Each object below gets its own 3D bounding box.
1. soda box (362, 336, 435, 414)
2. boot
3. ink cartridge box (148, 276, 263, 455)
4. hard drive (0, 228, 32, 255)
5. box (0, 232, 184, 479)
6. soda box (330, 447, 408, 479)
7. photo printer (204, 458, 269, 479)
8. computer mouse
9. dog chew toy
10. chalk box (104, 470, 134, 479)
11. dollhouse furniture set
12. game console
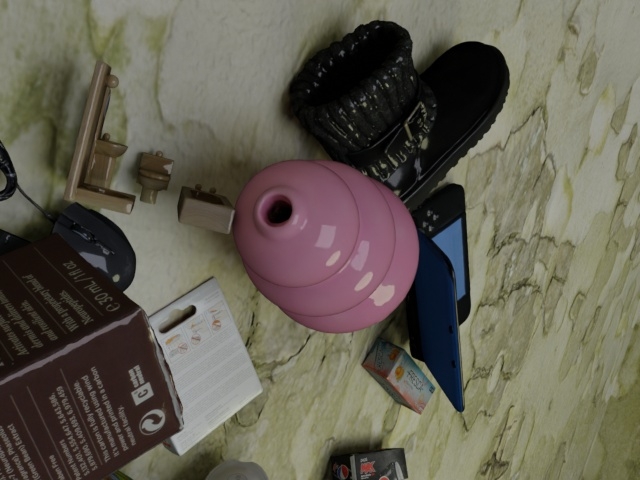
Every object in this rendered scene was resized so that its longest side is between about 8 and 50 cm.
[{"bbox_3d":[0.144,0.246,1.235,0.063,0.058,0.183,-56,140,-16],"label":"soda box"},{"bbox_3d":[0.128,-0.216,0.950,0.348,0.131,0.260,-54,139,-17],"label":"boot"},{"bbox_3d":[-0.164,0.156,0.869,0.145,0.045,0.179,-33,111,-35],"label":"ink cartridge box"},{"bbox_3d":[-0.302,0.067,0.666,0.094,0.022,0.135,35,79,-51],"label":"hard drive"},{"bbox_3d":[-0.322,0.149,0.514,0.381,0.191,0.143,-30,126,-29],"label":"box"},{"bbox_3d":[0.090,0.409,1.235,0.168,0.053,0.060,14,65,-50],"label":"soda box"},{"bbox_3d":[-0.126,0.461,0.879,0.308,0.107,0.256,-80,176,-60],"label":"photo printer"},{"bbox_3d":[-0.251,-0.029,0.649,0.242,0.041,0.071,52,49,-42],"label":"computer mouse"},{"bbox_3d":[0.000,0.000,0.794,0.207,0.206,0.332,-66,162,-3],"label":"dog chew toy"},{"bbox_3d":[-0.276,0.296,0.677,0.179,0.180,0.289,-51,139,-20],"label":"chalk box"},{"bbox_3d":[-0.151,-0.089,0.676,0.151,0.144,0.123,14,97,-14],"label":"dollhouse furniture set"},{"bbox_3d":[0.233,0.088,1.164,0.250,0.173,0.293,-32,126,-36],"label":"game console"}]
